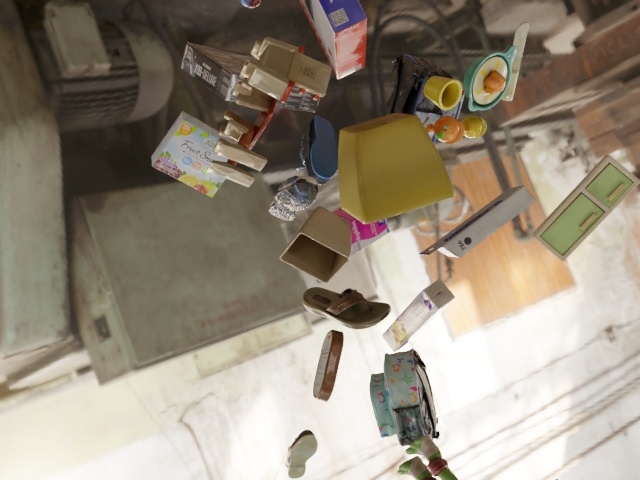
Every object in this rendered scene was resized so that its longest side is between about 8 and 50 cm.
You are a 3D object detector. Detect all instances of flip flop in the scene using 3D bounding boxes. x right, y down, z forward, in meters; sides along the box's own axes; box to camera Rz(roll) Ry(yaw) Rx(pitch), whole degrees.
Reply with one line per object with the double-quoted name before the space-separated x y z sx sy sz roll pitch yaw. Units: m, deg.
"flip flop" 0.066 0.172 2.070 0.277 0.080 0.112 16 -138 32

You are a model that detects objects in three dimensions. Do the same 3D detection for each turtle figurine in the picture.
"turtle figurine" 0.258 0.585 1.616 0.274 0.266 0.198 -39 145 -5

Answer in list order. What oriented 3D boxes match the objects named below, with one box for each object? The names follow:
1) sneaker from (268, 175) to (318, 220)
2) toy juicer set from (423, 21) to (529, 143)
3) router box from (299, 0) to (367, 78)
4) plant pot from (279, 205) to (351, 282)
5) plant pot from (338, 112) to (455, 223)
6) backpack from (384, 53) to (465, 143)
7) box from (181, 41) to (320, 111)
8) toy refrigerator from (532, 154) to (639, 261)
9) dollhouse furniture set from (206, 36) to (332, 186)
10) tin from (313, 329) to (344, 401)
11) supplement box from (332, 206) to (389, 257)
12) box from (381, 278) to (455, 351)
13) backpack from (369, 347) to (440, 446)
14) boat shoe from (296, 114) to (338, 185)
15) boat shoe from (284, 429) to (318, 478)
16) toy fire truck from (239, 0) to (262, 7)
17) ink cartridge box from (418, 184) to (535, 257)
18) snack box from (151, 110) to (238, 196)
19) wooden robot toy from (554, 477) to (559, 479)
"sneaker" -0.058 -0.111 1.619 0.080 0.081 0.211 26 160 -16
"toy juicer set" 0.386 -0.335 1.690 0.329 0.209 0.089 -34 -136 -21
"router box" 0.003 -0.594 1.758 0.082 0.335 0.301 -25 172 0
"plant pot" 0.000 0.000 1.434 0.109 0.109 0.096 -49 -164 51
"plant pot" 0.146 -0.171 1.627 0.212 0.187 0.212 -18 -164 -9
"backpack" 0.307 -0.415 2.269 0.213 0.263 0.276 15 -158 -14
"box" -0.186 -0.440 2.002 0.307 0.242 0.076 -1 120 -41
"toy refrigerator" 0.664 -0.081 1.854 0.269 0.102 0.094 -50 172 16
"dollhouse furniture set" -0.096 -0.262 1.428 0.135 0.262 0.259 21 151 -15
"tin" 0.020 0.327 1.936 0.040 0.190 0.106 17 164 -15
"supplement box" 0.085 -0.031 2.232 0.220 0.111 0.114 -32 -150 -23
"box" 0.249 0.203 1.929 0.067 0.063 0.324 -30 164 -29
"backpack" 0.244 0.453 2.182 0.191 0.253 0.225 -7 -169 10
"boat shoe" -0.004 -0.220 1.931 0.089 0.109 0.258 -46 -157 33
"boat shoe" -0.038 0.388 1.365 0.049 0.043 0.137 5 132 -12
"toy fire truck" -0.125 -0.587 1.429 0.169 0.254 0.302 3 -158 -21
"ink cartridge box" 0.438 -0.034 2.084 0.332 0.065 0.165 -35 -178 0
"snack box" -0.356 -0.248 2.139 0.207 0.070 0.174 28 112 -30
"wooden robot toy" 0.494 0.608 1.646 0.076 0.173 0.079 20 179 26
